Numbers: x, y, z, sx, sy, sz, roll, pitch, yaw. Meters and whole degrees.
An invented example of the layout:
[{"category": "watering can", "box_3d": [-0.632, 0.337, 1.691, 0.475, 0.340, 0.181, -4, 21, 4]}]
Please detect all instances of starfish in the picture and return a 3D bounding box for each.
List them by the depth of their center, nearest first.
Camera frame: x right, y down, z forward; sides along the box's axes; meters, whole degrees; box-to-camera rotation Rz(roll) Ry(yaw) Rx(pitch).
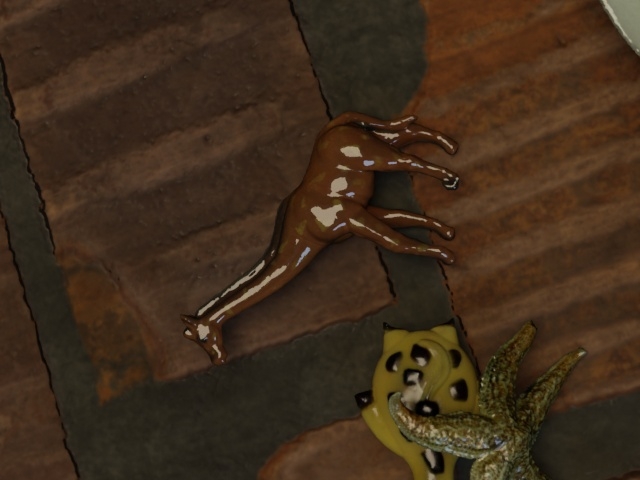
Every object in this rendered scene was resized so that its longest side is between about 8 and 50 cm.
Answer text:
[{"category": "starfish", "box_3d": [0.149, 0.167, 1.260, 0.217, 0.050, 0.223, 39, 71, -24]}]

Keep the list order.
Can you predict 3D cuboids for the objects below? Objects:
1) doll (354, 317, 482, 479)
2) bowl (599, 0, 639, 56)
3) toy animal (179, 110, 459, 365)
[{"category": "doll", "box_3d": [0.093, 0.209, 1.290, 0.117, 0.086, 0.291, -6, 80, 9]}, {"category": "bowl", "box_3d": [0.372, -0.258, 1.215, 0.313, 0.146, 0.313, 5, 98, 36]}, {"category": "toy animal", "box_3d": [0.000, 0.000, 1.344, 0.229, 0.066, 0.224, 4, 89, 4]}]
